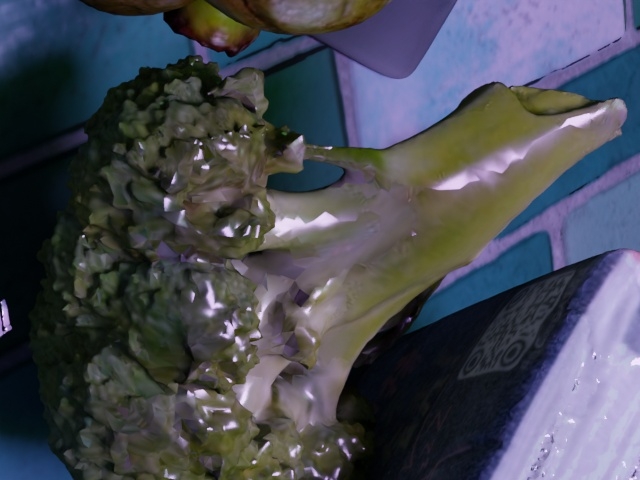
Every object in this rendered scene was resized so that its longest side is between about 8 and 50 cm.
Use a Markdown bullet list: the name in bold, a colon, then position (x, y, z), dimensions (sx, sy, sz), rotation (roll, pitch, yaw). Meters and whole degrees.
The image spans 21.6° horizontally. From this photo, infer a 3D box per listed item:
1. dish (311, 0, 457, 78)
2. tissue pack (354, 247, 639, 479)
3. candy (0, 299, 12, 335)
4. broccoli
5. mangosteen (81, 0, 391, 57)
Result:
- **dish**: position (0.028, -0.210, 0.987), dimensions (0.243, 0.080, 0.182), rotation (20, 83, -50)
- **tissue pack**: position (0.078, 0.136, 0.955), dimensions (0.103, 0.316, 0.228), rotation (36, 69, -8)
- **candy**: position (-0.225, 0.028, 0.738), dimensions (0.160, 0.092, 0.073), rotation (-21, 112, -46)
- **broccoli**: position (-0.035, 0.000, 0.867), dimensions (0.254, 0.186, 0.302), rotation (22, 99, -38)
- **mangosteen**: position (-0.059, -0.240, 0.735), dimensions (0.300, 0.300, 0.300), rotation (-13, 108, -47)
